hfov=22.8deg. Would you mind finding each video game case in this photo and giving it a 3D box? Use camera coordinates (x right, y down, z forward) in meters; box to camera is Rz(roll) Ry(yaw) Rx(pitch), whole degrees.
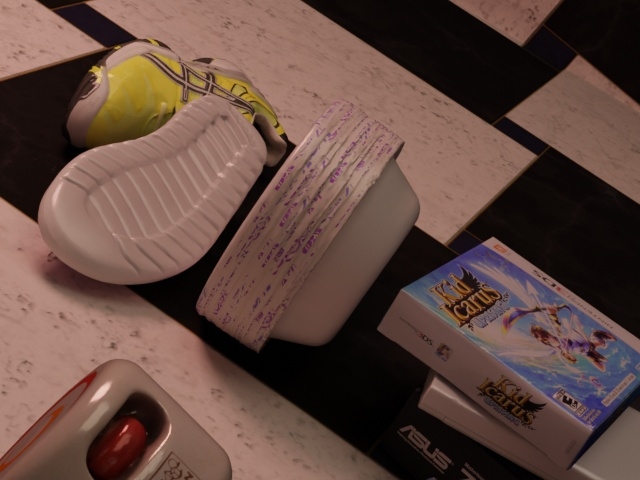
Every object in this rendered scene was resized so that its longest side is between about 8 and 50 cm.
[{"bbox_3d":[0.223,0.111,1.712,0.244,0.061,0.269,35,25,16],"label":"video game case"}]

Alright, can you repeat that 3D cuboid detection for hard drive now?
[{"bbox_3d":[0.260,0.199,1.703,0.307,0.040,0.203,30,24,0],"label":"hard drive"}]

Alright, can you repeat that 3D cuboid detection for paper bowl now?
[{"bbox_3d":[0.000,0.000,1.721,0.148,0.284,0.284,36,23,2],"label":"paper bowl"}]

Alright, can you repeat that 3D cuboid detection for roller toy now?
[{"bbox_3d":[-0.168,0.200,1.200,0.146,0.191,0.209,45,1,-7],"label":"roller toy"}]

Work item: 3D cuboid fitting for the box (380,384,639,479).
[{"bbox_3d":[0.294,0.261,1.787,0.318,0.097,0.395,44,27,22],"label":"box"}]

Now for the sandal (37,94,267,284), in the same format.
[{"bbox_3d":[-0.187,-0.041,1.821,0.169,0.102,0.416,48,34,3],"label":"sandal"}]

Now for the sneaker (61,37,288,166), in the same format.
[{"bbox_3d":[-0.171,-0.160,2.025,0.147,0.145,0.385,40,26,23],"label":"sneaker"}]

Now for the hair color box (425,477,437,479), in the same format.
[{"bbox_3d":[0.092,0.317,1.196,0.347,0.105,0.174,-95,160,-83],"label":"hair color box"}]
